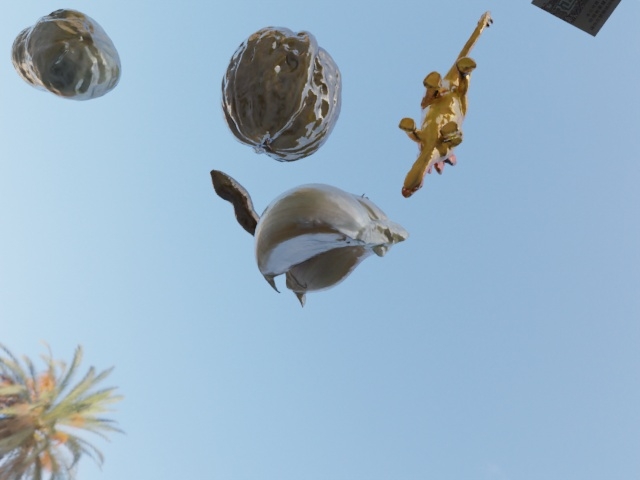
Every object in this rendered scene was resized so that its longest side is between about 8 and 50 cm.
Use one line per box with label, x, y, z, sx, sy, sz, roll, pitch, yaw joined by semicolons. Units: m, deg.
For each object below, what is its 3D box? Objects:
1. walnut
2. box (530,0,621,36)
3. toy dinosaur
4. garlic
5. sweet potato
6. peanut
walnut;-0.060;-0.234;0.835;0.213;0.213;0.213;5;-81;31
box;0.287;-0.273;0.582;0.083;0.024;0.053;30;-47;6
toy dinosaur;0.152;-0.158;0.643;0.071;0.117;0.288;19;-116;14
garlic;0.000;0.000;1.125;0.313;0.286;0.249;-25;-87;41
sweet potato;-0.183;-0.080;1.220;0.218;0.065;0.051;53;-19;-2
peanut;-0.287;-0.202;0.585;0.214;0.100;0.099;16;-75;51
